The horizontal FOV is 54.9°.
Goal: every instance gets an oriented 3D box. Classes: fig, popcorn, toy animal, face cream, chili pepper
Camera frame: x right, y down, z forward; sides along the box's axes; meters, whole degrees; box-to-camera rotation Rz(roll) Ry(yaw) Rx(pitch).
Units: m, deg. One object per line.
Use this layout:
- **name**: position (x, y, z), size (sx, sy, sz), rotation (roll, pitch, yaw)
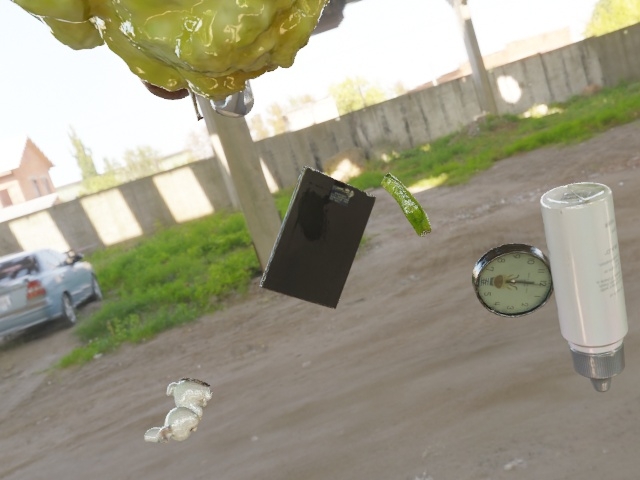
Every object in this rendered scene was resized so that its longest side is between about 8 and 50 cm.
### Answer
- **fig**: position (-0.370, -0.449, 1.583), size (0.204, 0.186, 0.249), rotation (-51, 41, 8)
- **popcorn**: position (-0.093, -0.214, 0.388), size (0.255, 0.256, 0.195), rotation (-5, 42, 28)
- **toy animal**: position (-0.245, 0.311, 1.095), size (0.071, 0.085, 0.124), rotation (-29, 38, 50)
- **face cream**: position (-0.235, -0.509, 1.763), size (0.137, 0.235, 0.420), rotation (8, -29, -11)
- **chili pepper**: position (0.223, -0.089, 1.568), size (0.052, 0.201, 0.050), rotation (-34, -23, 3)
- **face cream**: position (0.376, 0.078, 0.860), size (0.092, 0.311, 0.092), rotation (-15, 17, 5)

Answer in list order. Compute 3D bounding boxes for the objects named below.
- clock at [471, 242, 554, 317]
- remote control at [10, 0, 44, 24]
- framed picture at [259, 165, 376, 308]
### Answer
- **clock**: position (0.443, 0.095, 1.413), size (0.184, 0.184, 0.040), rotation (-16, 24, 15)
- **remote control**: position (-0.669, -0.587, 1.355), size (0.050, 0.344, 0.145), rotation (-37, 31, 38)
- **framed picture**: position (0.000, 0.000, 1.657), size (0.255, 0.338, 0.014), rotation (19, 1, -34)
